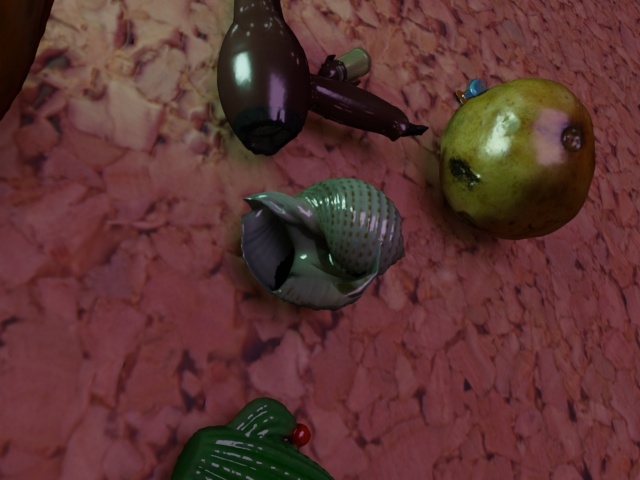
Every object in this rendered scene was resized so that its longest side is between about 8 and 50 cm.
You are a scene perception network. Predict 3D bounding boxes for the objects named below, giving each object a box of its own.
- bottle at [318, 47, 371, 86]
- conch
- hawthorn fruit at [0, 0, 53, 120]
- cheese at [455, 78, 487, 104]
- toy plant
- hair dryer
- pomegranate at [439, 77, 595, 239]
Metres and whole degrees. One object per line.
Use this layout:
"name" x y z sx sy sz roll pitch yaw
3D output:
"bottle" 0.034 -0.276 0.886 0.063 0.047 0.101 30 49 30
"conch" 0.004 0.003 0.685 0.200 0.131 0.172 14 82 15
"hawthorn fruit" -0.382 -0.203 0.376 0.403 0.403 0.402 14 62 -29
"cheese" 0.306 -0.296 1.096 0.111 0.017 0.047 -33 87 -39
"toy plant" -0.045 0.277 0.558 0.155 0.088 0.240 -38 104 -27
"hair dryer" 0.017 -0.242 0.803 0.341 0.123 0.312 13 60 -27
"pomegranate" 0.314 -0.127 0.886 0.261 0.260 0.260 14 62 -29
